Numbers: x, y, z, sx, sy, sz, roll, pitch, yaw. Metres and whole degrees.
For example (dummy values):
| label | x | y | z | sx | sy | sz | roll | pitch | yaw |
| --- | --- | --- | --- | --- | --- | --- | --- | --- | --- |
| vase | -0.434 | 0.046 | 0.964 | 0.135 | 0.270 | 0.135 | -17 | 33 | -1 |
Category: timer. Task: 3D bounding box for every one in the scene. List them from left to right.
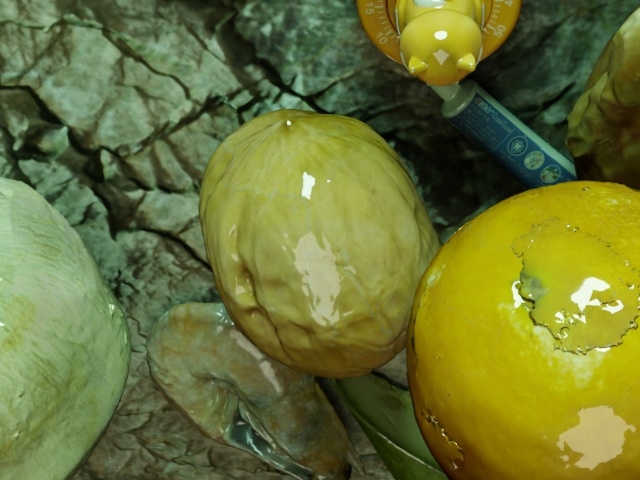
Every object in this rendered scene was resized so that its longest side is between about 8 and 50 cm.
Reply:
| label | x | y | z | sx | sy | sz | roll | pitch | yaw |
| --- | --- | --- | --- | --- | --- | --- | --- | --- | --- |
| timer | 0.082 | -0.154 | 0.732 | 0.132 | 0.152 | 0.132 | 3 | 130 | 3 |

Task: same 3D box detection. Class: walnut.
| label | x | y | z | sx | sy | sz | roll | pitch | yaw |
| --- | --- | --- | --- | --- | --- | --- | --- | --- | --- |
| walnut | 0.000 | 0.000 | 0.845 | 0.195 | 0.195 | 0.221 | -12 | 122 | 15 |

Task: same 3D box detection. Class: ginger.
| label | x | y | z | sx | sy | sz | roll | pitch | yaw |
| --- | --- | --- | --- | --- | --- | --- | --- | --- | --- |
| ginger | 0.276 | -0.118 | 0.740 | 0.172 | 0.165 | 0.321 | 24 | 145 | -22 |

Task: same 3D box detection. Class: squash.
| label | x | y | z | sx | sy | sz | roll | pitch | yaw |
| --- | --- | --- | --- | --- | --- | --- | --- | --- | --- |
| squash | 0.124 | 0.200 | 1.062 | 0.169 | 0.093 | 0.252 | -17 | 126 | 21 |

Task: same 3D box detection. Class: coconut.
| label | x | y | z | sx | sy | sz | roll | pitch | yaw |
| --- | --- | --- | --- | --- | --- | --- | --- | --- | --- |
| coconut | -0.323 | 0.082 | 0.890 | 0.297 | 0.297 | 0.254 | -10 | 130 | 14 |

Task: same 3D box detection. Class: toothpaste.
| label | x | y | z | sx | sy | sz | roll | pitch | yaw |
| --- | --- | --- | --- | --- | --- | --- | --- | --- | --- |
| toothpaste | 0.159 | -0.075 | 0.868 | 0.197 | 0.035 | 0.057 | 36 | 130 | -26 |

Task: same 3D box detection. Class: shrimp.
| label | x | y | z | sx | sy | sz | roll | pitch | yaw |
| --- | --- | --- | --- | --- | --- | --- | --- | --- | --- |
| shrimp | -0.062 | 0.180 | 1.087 | 0.168 | 0.077 | 0.317 | -13 | 124 | 29 |

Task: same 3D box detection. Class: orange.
| label | x | y | z | sx | sy | sz | roll | pitch | yaw |
| --- | --- | --- | --- | --- | --- | --- | --- | --- | --- |
| orange | 0.179 | 0.081 | 0.737 | 0.246 | 0.246 | 0.246 | 3 | 130 | 3 |
